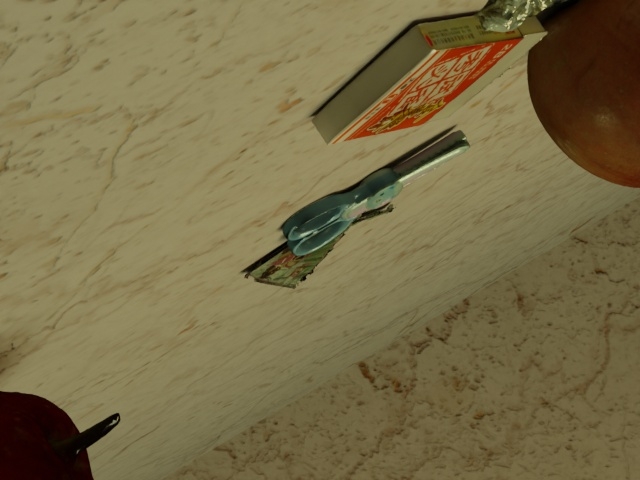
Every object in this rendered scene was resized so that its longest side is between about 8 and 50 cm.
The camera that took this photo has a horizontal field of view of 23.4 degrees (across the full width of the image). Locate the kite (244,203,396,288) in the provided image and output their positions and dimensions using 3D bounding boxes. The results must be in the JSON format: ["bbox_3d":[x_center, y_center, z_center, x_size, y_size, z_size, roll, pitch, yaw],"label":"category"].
[{"bbox_3d":[0.000,0.000,2.030,0.268,0.013,0.323,-24,165,-35],"label":"kite"}]

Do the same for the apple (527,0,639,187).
[{"bbox_3d":[0.350,-0.189,1.674,0.253,0.253,0.253,-31,169,-7],"label":"apple"}]

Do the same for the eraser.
[{"bbox_3d":[0.112,-0.165,1.535,0.157,0.038,0.230,-40,167,35],"label":"eraser"}]

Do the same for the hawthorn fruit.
[{"bbox_3d":[-0.341,0.286,1.613,0.369,0.284,0.285,-40,168,13],"label":"hawthorn fruit"}]

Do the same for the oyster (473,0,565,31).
[{"bbox_3d":[0.220,-0.255,1.384,0.177,0.064,0.125,-41,162,32],"label":"oyster"}]

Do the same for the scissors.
[{"bbox_3d":[0.069,-0.062,1.893,0.256,0.030,0.125,-31,163,-4],"label":"scissors"}]
